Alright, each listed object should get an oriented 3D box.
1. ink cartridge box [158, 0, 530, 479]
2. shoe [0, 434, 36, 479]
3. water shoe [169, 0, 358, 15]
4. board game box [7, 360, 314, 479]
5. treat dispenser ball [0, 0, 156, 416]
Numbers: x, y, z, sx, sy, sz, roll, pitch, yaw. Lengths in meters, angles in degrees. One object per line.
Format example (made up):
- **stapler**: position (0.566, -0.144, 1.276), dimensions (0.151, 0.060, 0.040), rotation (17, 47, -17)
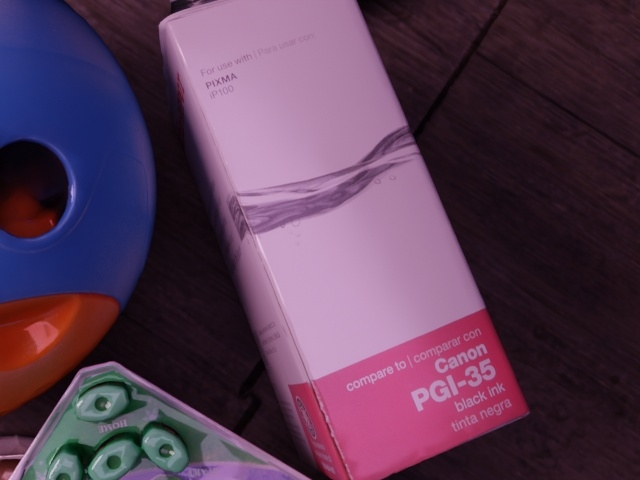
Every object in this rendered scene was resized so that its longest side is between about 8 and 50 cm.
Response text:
- **ink cartridge box**: position (0.000, 0.000, 0.584), dimensions (0.117, 0.207, 0.283), rotation (-20, 85, -11)
- **shoe**: position (-0.274, 0.165, 0.600), dimensions (0.219, 0.058, 0.077), rotation (-5, 82, -8)
- **water shoe**: position (-0.013, -0.185, 0.691), dimensions (0.203, 0.073, 0.080), rotation (-9, 104, -4)
- **board game box**: position (-0.061, 0.327, 0.469), dimensions (0.390, 0.050, 0.390), rotation (33, 79, -8)
- **treat dispenser ball**: position (-0.241, -0.031, 0.517), dimensions (0.288, 0.288, 0.288), rotation (1, 81, -7)
